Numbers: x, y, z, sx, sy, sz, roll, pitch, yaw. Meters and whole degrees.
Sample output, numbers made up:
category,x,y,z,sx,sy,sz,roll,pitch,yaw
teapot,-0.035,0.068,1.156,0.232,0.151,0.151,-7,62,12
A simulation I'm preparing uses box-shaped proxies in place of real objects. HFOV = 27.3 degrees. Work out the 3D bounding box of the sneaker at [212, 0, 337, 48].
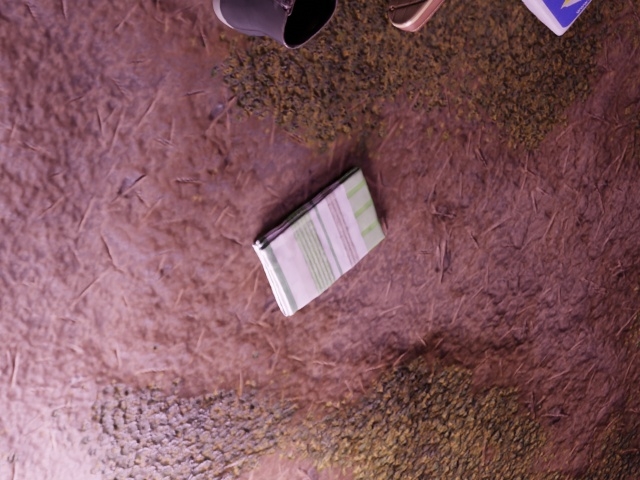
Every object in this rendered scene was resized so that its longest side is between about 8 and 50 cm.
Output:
category,x,y,z,sx,sy,sz,roll,pitch,yaw
sneaker,-0.011,-0.287,1.213,0.083,0.118,0.222,10,105,-43

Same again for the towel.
category,x,y,z,sx,sy,sz,roll,pitch,yaw
towel,0.000,0.000,1.445,0.152,0.023,0.113,-39,134,-21

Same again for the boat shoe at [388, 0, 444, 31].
category,x,y,z,sx,sy,sz,roll,pitch,yaw
boat shoe,0.137,-0.290,1.375,0.060,0.064,0.178,34,86,-43

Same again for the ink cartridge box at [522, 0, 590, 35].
category,x,y,z,sx,sy,sz,roll,pitch,yaw
ink cartridge box,0.290,-0.390,1.356,0.303,0.072,0.307,-49,153,8
